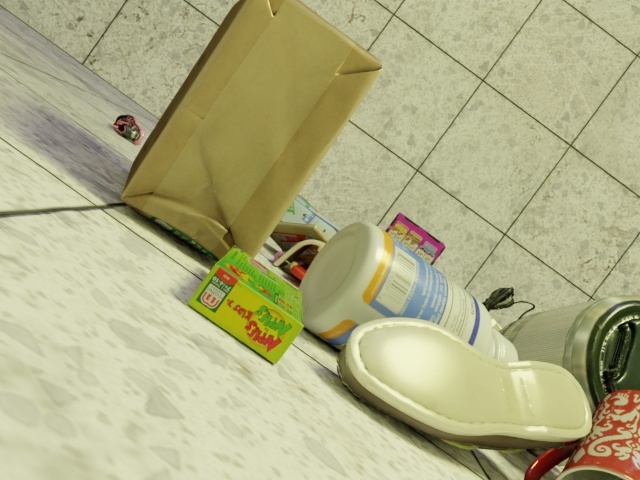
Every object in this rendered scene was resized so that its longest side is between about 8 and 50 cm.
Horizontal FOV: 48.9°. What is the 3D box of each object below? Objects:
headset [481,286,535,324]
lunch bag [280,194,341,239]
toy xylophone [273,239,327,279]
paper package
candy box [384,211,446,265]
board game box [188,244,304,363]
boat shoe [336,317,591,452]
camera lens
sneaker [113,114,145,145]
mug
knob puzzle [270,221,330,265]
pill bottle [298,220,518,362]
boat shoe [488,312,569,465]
[{"bbox_3d":[0.426,0.254,1.436,0.394,0.185,0.243,59,-3,-26],"label":"headset"},{"bbox_3d":[0.000,0.000,1.731,0.243,0.115,0.303,38,2,5],"label":"lunch bag"},{"bbox_3d":[0.063,0.094,1.184,0.323,0.081,0.236,36,3,13],"label":"toy xylophone"},{"bbox_3d":[-0.106,-0.152,0.911,0.168,0.309,0.325,32,3,-18],"label":"paper package"},{"bbox_3d":[0.209,0.063,1.908,0.159,0.233,0.071,37,3,8],"label":"candy box"},{"bbox_3d":[-0.066,0.055,0.678,0.092,0.043,0.181,35,2,-4],"label":"board game box"},{"bbox_3d":[0.147,0.168,0.759,0.324,0.097,0.116,17,52,-28],"label":"boat shoe"},{"bbox_3d":[0.386,0.204,1.033,0.219,0.219,0.274,35,-24,-10],"label":"camera lens"},{"bbox_3d":[-0.419,-0.245,1.503,0.057,0.047,0.119,18,13,-42],"label":"sneaker"},{"bbox_3d":[0.324,0.245,0.800,0.150,0.113,0.169,18,32,28],"label":"mug"},{"bbox_3d":[-0.007,0.022,1.380,0.213,0.030,0.213,27,-23,13],"label":"knob puzzle"},{"bbox_3d":[0.116,0.107,0.887,0.272,0.152,0.152,35,3,-22],"label":"pill bottle"},{"bbox_3d":[0.318,0.254,1.260,0.340,0.127,0.158,53,-17,13],"label":"boat shoe"}]
